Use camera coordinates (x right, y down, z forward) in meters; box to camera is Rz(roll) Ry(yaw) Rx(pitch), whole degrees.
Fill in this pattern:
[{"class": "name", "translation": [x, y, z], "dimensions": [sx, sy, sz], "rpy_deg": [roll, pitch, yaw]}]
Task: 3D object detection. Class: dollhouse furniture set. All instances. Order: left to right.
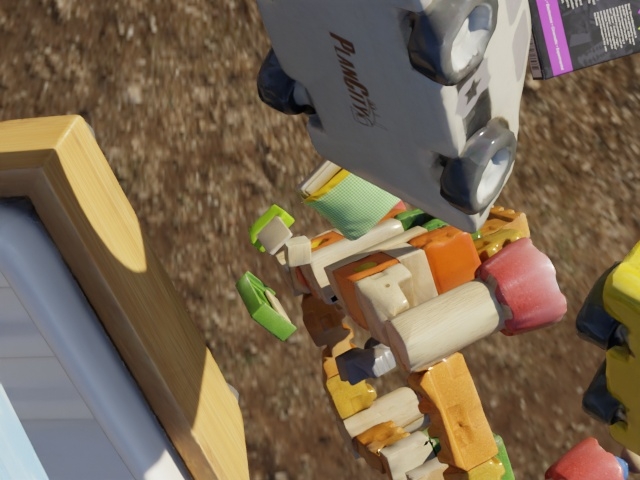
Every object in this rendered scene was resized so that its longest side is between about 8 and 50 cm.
[{"class": "dollhouse furniture set", "translation": [0.000, 0.000, 1.173], "dimensions": [0.151, 0.058, 0.076], "rpy_deg": [-45, 122, 5]}]

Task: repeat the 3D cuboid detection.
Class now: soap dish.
[{"class": "soap dish", "translation": [-0.182, 0.060, 0.869], "dimensions": [0.229, 0.118, 0.290], "rpy_deg": [-4, 132, 24]}]

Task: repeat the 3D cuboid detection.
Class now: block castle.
[{"class": "block castle", "translation": [0.140, 0.116, 1.586], "dimensions": [0.213, 0.453, 0.303], "rpy_deg": [-24, 105, -12]}]

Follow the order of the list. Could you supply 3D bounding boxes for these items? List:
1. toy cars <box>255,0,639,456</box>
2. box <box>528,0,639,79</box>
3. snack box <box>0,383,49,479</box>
[{"class": "toy cars", "translation": [0.101, -0.021, 0.585], "dimensions": [0.394, 0.176, 0.087], "rpy_deg": [43, 74, -25]}, {"class": "box", "translation": [0.239, -0.208, 1.267], "dimensions": [0.162, 0.029, 0.116], "rpy_deg": [-16, 99, -13]}, {"class": "snack box", "translation": [-0.174, 0.145, 0.520], "dimensions": [0.207, 0.070, 0.174], "rpy_deg": [-13, 114, 23]}]
